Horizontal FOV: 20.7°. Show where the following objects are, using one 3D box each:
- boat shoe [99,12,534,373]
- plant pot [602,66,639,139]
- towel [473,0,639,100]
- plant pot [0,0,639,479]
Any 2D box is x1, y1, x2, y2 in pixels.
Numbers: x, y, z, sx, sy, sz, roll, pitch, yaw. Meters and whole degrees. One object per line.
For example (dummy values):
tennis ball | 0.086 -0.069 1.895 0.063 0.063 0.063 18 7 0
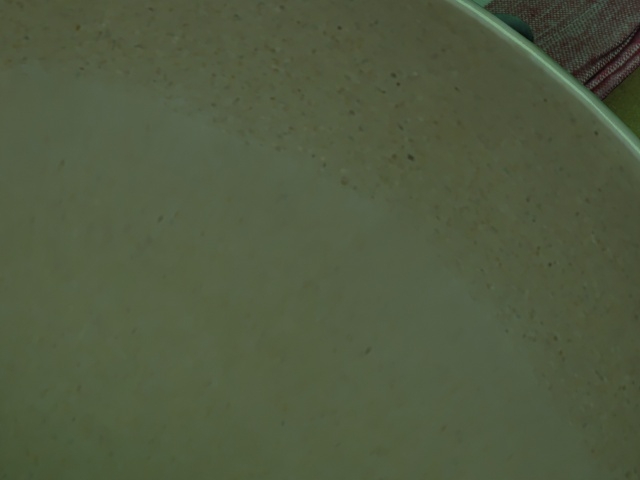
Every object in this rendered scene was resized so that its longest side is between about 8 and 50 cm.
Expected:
boat shoe | 0.000 0.000 0.567 0.500 0.187 0.156 19 61 4
plant pot | 0.198 -0.059 0.748 0.236 0.032 0.236 7 57 -11
towel | 0.014 -0.176 0.746 0.329 0.037 0.237 36 55 17
plant pot | -0.062 0.083 0.370 0.284 0.191 0.284 13 49 -15
